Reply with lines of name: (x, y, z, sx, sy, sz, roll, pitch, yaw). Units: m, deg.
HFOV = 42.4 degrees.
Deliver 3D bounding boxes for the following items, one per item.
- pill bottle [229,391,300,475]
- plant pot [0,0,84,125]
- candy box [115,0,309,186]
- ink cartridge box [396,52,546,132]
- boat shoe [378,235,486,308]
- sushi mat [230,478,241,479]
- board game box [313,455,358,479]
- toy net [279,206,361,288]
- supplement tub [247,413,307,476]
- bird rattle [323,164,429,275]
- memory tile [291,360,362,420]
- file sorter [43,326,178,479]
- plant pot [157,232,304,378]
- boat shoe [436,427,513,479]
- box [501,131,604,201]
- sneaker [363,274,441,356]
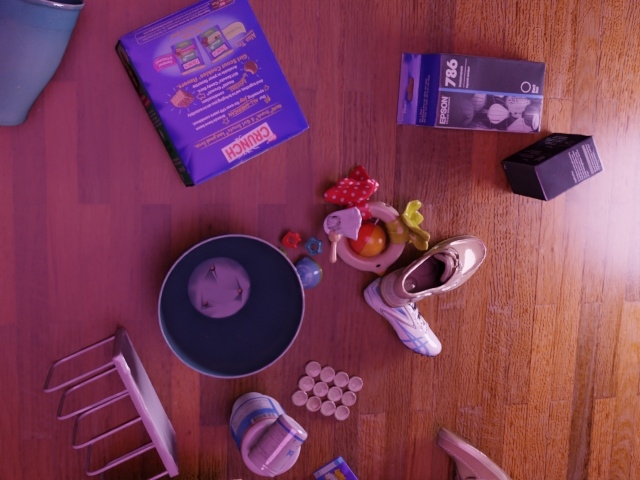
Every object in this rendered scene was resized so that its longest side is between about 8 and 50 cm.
pill bottle: (-0.126, 0.403, 1.759, 0.124, 0.221, 0.124, -2, 99, -14)
plant pot: (-0.600, -0.358, 1.504, 0.272, 0.271, 0.255, 17, 110, -17)
candy box: (-0.217, -0.304, 1.658, 0.268, 0.122, 0.317, -28, 99, -13)
ink cartridge box: (0.341, -0.330, 1.853, 0.333, 0.065, 0.165, 0, 99, -14)
boat shoe: (0.270, 0.063, 1.840, 0.302, 0.098, 0.109, -22, 87, -30)
sushi mat: (-0.323, 0.543, 1.720, 0.317, 0.019, 0.151, 11, 135, -45)
board game box: (0.122, 0.689, 1.866, 0.078, 0.233, 0.347, -30, 105, -9)
toy net: (0.000, 0.000, 1.784, 0.122, 0.045, 0.232, 48, 112, 10)
supplement tub: (-0.084, 0.401, 1.616, 0.071, 0.071, 0.107, 40, 88, -17)
bird rattle: (0.111, -0.029, 1.810, 0.254, 0.143, 0.206, 23, 108, -14)
memory tile: (0.015, 0.347, 1.898, 0.148, 0.012, 0.113, 23, 92, -18)
file sorter: (-0.426, 0.357, 1.689, 0.173, 0.193, 0.277, -23, 104, -7)
plant pot: (-0.196, 0.118, 1.708, 0.291, 0.195, 0.290, -2, 99, -14)
boat shoe: (0.386, 0.579, 1.978, 0.341, 0.122, 0.110, 43, 85, -18)
box: (0.526, -0.170, 1.879, 0.158, 0.156, 0.093, -27, 106, -9)
sneaker: (0.200, 0.176, 1.877, 0.086, 0.085, 0.237, -38, 107, 25)
